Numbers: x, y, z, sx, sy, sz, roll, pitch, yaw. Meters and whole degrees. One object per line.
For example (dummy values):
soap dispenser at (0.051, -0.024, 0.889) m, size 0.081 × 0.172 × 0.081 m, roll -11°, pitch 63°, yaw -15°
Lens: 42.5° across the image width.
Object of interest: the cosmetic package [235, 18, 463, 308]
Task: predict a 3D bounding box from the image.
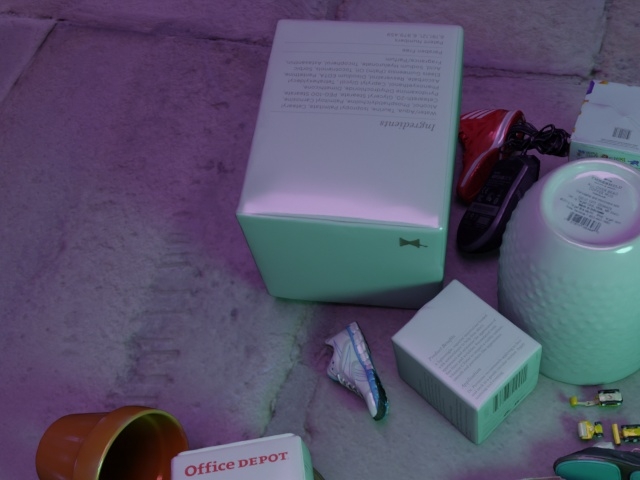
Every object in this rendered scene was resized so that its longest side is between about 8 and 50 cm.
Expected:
cosmetic package at (0.071, -0.128, 1.436) m, size 0.327 × 0.329 × 0.394 m, roll 5°, pitch 64°, yaw 9°

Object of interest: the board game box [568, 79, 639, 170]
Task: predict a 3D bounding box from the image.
board game box at (0.507, -0.120, 1.409) m, size 0.144 × 0.275 × 0.142 m, roll 15°, pitch 60°, yaw 21°

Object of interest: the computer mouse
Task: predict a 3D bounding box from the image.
computer mouse at (0.351, -0.082, 1.497) m, size 0.272 × 0.072 × 0.188 m, roll -58°, pitch 22°, yaw 1°

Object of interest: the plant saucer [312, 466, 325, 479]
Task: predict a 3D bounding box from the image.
plant saucer at (-0.105, 0.458, 1.291) m, size 0.277 × 0.041 × 0.278 m, roll -6°, pitch 54°, yaw 8°

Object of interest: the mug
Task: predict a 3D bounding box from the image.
mug at (0.450, 0.062, 1.264) m, size 0.276 × 0.328 × 0.374 m, roll -41°, pitch 58°, yaw -16°

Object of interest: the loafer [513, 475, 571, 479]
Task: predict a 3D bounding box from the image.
loafer at (0.354, 0.392, 1.204) m, size 0.268 × 0.092 × 0.102 m, roll -2°, pitch 56°, yaw 11°

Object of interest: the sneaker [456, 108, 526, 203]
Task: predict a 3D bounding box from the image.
sneaker at (0.304, -0.171, 1.627) m, size 0.128 × 0.087 × 0.221 m, roll 18°, pitch 62°, yaw 44°

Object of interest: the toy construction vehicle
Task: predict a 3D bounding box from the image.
toy construction vehicle at (0.450, 0.282, 1.299) m, size 0.098 × 0.035 × 0.086 m, roll -6°, pitch 60°, yaw 4°

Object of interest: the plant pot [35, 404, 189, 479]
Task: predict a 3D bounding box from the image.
plant pot at (-0.349, 0.361, 1.328) m, size 0.188 × 0.205 × 0.205 m, roll 4°, pitch 56°, yaw 33°

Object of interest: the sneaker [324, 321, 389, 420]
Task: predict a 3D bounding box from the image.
sneaker at (0.057, 0.232, 1.401) m, size 0.083 × 0.071 × 0.191 m, roll -24°, pitch 46°, yaw 3°

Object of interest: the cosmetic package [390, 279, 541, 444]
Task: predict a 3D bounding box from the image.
cosmetic package at (0.234, 0.196, 1.328) m, size 0.151 × 0.151 × 0.183 m, roll -40°, pitch 58°, yaw -16°

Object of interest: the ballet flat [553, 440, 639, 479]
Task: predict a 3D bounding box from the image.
ballet flat at (0.458, 0.340, 1.239) m, size 0.203 × 0.074 × 0.074 m, roll 1°, pitch 56°, yaw 20°

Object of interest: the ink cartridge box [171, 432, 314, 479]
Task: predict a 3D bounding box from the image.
ink cartridge box at (-0.102, 0.448, 1.199) m, size 0.207 × 0.117 × 0.283 m, roll -11°, pitch 55°, yaw 5°
